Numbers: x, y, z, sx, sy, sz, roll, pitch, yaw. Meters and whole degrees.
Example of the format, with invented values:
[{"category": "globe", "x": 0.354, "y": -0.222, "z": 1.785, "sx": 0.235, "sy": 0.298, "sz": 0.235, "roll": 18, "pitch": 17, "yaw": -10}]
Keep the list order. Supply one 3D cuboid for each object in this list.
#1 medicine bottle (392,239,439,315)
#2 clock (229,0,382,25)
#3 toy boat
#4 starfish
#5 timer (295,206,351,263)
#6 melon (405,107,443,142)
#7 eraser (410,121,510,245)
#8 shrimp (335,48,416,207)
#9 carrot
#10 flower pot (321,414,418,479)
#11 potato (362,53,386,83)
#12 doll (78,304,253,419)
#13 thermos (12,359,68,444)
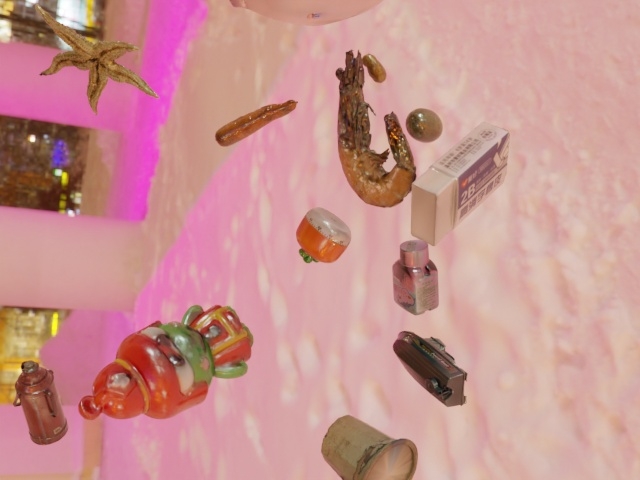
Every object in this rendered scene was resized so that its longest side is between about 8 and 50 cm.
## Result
[{"category": "medicine bottle", "x": 0.264, "y": 0.099, "z": 1.976, "sx": 0.119, "sy": 0.094, "sz": 0.188, "roll": 33, "pitch": 134, "yaw": 55}, {"category": "clock", "x": -0.017, "y": -0.581, "z": 1.471, "sx": 0.368, "sy": 0.376, "sz": 0.251, "roll": -111, "pitch": 24, "yaw": -61}, {"category": "toy boat", "x": 0.300, "y": 0.336, "z": 1.965, "sx": 0.296, "sy": 0.122, "sz": 0.114, "roll": 41, "pitch": 138, "yaw": 53}, {"category": "starfish", "x": -0.582, "y": -0.456, "z": 1.872, "sx": 0.347, "sy": 0.357, "sz": 0.078, "roll": -51, "pitch": 13, "yaw": 53}, {"category": "timer", "x": 0.000, "y": 0.000, "z": 1.599, "sx": 0.136, "sy": 0.099, "sz": 0.136, "roll": -13, "pitch": 72, "yaw": 49}, {"category": "melon", "x": 0.302, "y": -0.332, "z": 2.063, "sx": 0.098, "sy": 0.130, "sz": 0.098, "roll": -10, "pitch": 73, "yaw": 37}, {"category": "eraser", "x": 0.239, "y": -0.099, "z": 1.224, "sx": 0.068, "sy": 0.210, "sz": 0.124, "roll": 31, "pitch": 145, "yaw": 30}, {"category": "shrimp", "x": 0.135, "y": -0.285, "z": 1.884, "sx": 0.272, "sy": 0.085, "sz": 0.445, "roll": 18, "pitch": 129, "yaw": 46}, {"category": "carrot", "x": -0.165, "y": -0.308, "z": 1.830, "sx": 0.248, "sy": 0.059, "sz": 0.059, "roll": -23, "pitch": 54, "yaw": 17}, {"category": "flower pot", "x": 0.111, "y": 0.574, "z": 1.867, "sx": 0.202, "sy": 0.212, "sz": 0.212, "roll": 21, "pitch": 105, "yaw": 43}, {"category": "potato", "x": 0.148, "y": -0.469, "z": 1.935, "sx": 0.045, "sy": 0.092, "sz": 0.046, "roll": -34, "pitch": 21, "yaw": 6}, {"category": "doll", "x": -0.295, "y": 0.244, "z": 1.351, "sx": 0.183, "sy": 0.363, "sz": 0.160, "roll": 51, "pitch": 133, "yaw": 16}, {"category": "thermos", "x": -0.685, "y": 0.388, "z": 1.740, "sx": 0.124, "sy": 0.099, "sz": 0.232, "roll": 23, "pitch": 129, "yaw": 30}]
